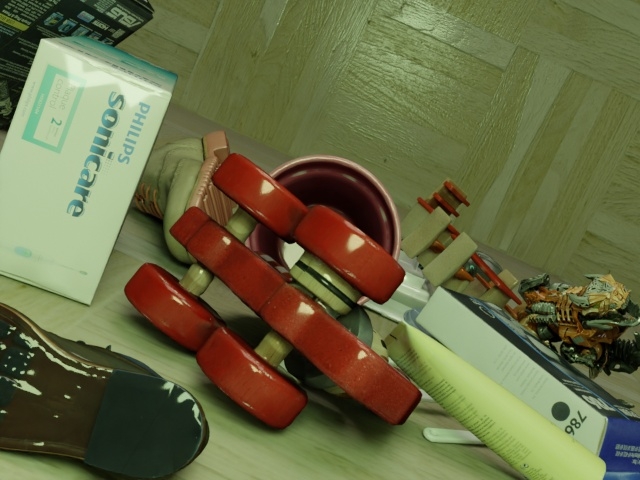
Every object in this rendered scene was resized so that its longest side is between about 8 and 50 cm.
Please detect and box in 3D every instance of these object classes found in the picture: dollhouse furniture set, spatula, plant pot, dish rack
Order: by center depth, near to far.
[{"bbox_3d":[0.167,0.181,0.920,0.242,0.019,0.168,16,25,-40],"label":"spatula"},{"bbox_3d":[0.000,0.000,1.096,0.201,0.201,0.180,25,-5,1],"label":"plant pot"},{"bbox_3d":[0.043,0.029,1.348,0.333,0.072,0.285,23,11,0],"label":"dish rack"},{"bbox_3d":[0.251,0.018,1.398,0.262,0.135,0.259,36,12,-43],"label":"dollhouse furniture set"}]

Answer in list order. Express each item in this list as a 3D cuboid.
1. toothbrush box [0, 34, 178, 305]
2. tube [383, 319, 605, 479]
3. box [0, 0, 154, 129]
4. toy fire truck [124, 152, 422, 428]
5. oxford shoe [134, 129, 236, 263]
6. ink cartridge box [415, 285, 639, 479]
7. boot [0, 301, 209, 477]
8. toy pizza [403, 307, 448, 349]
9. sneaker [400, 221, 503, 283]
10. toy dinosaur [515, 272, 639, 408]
[{"bbox_3d":[-0.245,-0.090,0.860,0.126,0.216,0.295,21,11,-14],"label":"toothbrush box"},{"bbox_3d":[0.162,0.163,0.797,0.240,0.070,0.062,37,24,6],"label":"tube"},{"bbox_3d":[-0.401,-0.239,0.876,0.097,0.318,0.395,57,12,9],"label":"box"},{"bbox_3d":[-0.014,0.073,0.776,0.302,0.169,0.254,34,-5,41],"label":"toy fire truck"},{"bbox_3d":[-0.197,-0.053,1.150,0.147,0.140,0.397,-7,18,-2],"label":"oxford shoe"},{"bbox_3d":[0.278,0.180,0.991,0.165,0.065,0.333,20,18,-51],"label":"ink cartridge box"},{"bbox_3d":[-0.173,0.097,0.531,0.219,0.082,0.106,21,-12,7],"label":"boot"},{"bbox_3d":[0.200,0.158,1.135,0.201,0.032,0.201,26,14,-7],"label":"toy pizza"},{"bbox_3d":[0.264,0.057,1.731,0.267,0.101,0.106,27,32,10],"label":"sneaker"},{"bbox_3d":[0.353,0.129,1.147,0.218,0.164,0.322,42,-2,-1],"label":"toy dinosaur"}]
